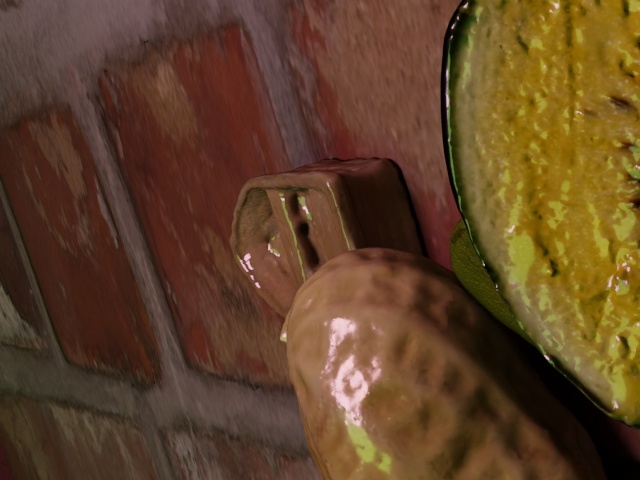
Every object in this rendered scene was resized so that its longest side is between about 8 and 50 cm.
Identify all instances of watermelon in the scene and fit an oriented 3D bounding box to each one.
[{"bbox_3d":[0.130,-0.066,0.598,0.129,0.123,0.301,10,104,34],"label":"watermelon"}]

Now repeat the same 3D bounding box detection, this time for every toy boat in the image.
[{"bbox_3d":[0.000,0.000,0.949,0.188,0.061,0.116,-1,109,61],"label":"toy boat"}]

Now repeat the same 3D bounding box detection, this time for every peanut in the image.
[{"bbox_3d":[0.087,0.140,0.785,0.305,0.147,0.147,52,150,9],"label":"peanut"}]

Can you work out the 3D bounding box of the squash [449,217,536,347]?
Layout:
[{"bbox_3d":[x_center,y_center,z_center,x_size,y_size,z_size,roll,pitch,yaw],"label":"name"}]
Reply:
[{"bbox_3d":[0.152,0.042,0.697,0.252,0.066,0.066,34,137,46],"label":"squash"}]
